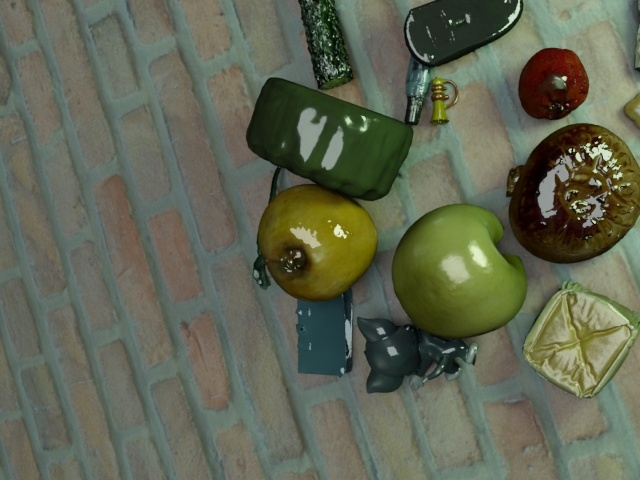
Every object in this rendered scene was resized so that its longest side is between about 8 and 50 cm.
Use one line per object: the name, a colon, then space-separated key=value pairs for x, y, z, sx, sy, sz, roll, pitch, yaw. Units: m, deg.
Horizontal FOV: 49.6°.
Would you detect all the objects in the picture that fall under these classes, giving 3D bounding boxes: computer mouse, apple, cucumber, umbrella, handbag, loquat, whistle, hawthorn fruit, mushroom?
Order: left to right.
cucumber: x=-0.004 y=-0.547 z=1.664 sx=0.096 sy=0.096 sz=0.360 roll=-14 pitch=87 yaw=21
loquat: x=0.000 y=0.000 z=1.578 sx=0.274 sy=0.275 sz=0.275 roll=0 pitch=91 yaw=21
handbag: x=0.006 y=0.218 z=1.699 sx=0.144 sy=0.057 sz=0.221 roll=-2 pitch=91 yaw=26
umbrella: x=0.227 y=-0.392 z=1.596 sx=0.053 sy=0.052 sz=0.251 roll=10 pitch=94 yaw=-10
whistle: x=0.280 y=-0.323 z=1.587 sx=0.057 sy=0.046 sz=0.109 roll=1 pitch=85 yaw=36
apple: x=0.291 y=0.069 z=1.478 sx=0.254 sy=0.292 sz=0.292 roll=-31 pitch=80 yaw=24
computer mouse: x=0.312 y=-0.481 z=1.535 sx=0.269 sy=0.086 sz=0.138 roll=-22 pitch=92 yaw=4
hawthorn fruit: x=0.490 y=-0.340 z=1.464 sx=0.148 sy=0.148 sz=0.172 roll=-9 pitch=61 yaw=21
mushroom: x=0.517 y=-0.096 z=1.433 sx=0.278 sy=0.163 sz=0.297 roll=20 pitch=99 yaw=19

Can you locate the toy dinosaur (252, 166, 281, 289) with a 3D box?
toy dinosaur: x=-0.109 y=-0.045 z=1.727 sx=0.076 sy=0.129 sz=0.383 roll=-1 pitch=65 yaw=14

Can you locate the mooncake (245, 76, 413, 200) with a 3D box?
mooncake: x=0.015 y=-0.219 z=1.525 sx=0.356 sy=0.356 sz=0.194 roll=22 pitch=101 yaw=19

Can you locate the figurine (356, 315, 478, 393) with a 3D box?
figurine: x=0.220 y=0.271 z=1.574 sx=0.265 sy=0.140 sz=0.193 roll=11 pitch=112 yaw=35

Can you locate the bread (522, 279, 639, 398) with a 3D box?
bread: x=0.545 y=0.205 z=1.457 sx=0.192 sy=0.109 sz=0.210 roll=30 pitch=101 yaw=24

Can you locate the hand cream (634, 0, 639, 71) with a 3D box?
hand cream: x=0.681 y=-0.457 z=1.431 sx=0.075 sy=0.052 sz=0.248 roll=4 pitch=87 yaw=-2

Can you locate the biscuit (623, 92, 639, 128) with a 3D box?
biscuit: x=0.802 y=-0.305 z=1.383 sx=0.325 sy=0.044 sz=0.217 roll=-44 pitch=75 yaw=17
